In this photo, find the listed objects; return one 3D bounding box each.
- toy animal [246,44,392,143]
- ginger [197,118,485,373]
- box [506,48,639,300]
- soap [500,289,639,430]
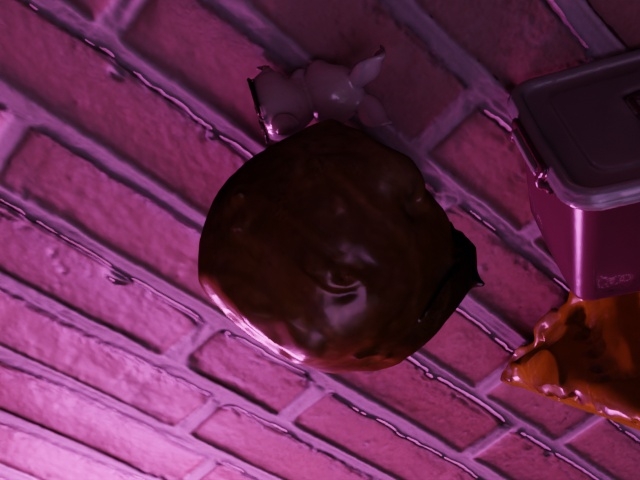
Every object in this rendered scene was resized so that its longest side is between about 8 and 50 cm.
[{"bbox_3d":[-0.001,-0.135,0.697,0.124,0.085,0.071,-14,110,-3],"label":"toy animal"},{"bbox_3d":[-0.003,0.003,0.678,0.200,0.269,0.223,-49,120,0],"label":"ginger"},{"bbox_3d":[0.339,-0.072,0.718,0.294,0.193,0.167,-14,136,3],"label":"box"},{"bbox_3d":[0.329,0.181,0.787,0.169,0.338,0.304,27,124,-7],"label":"soap"}]
